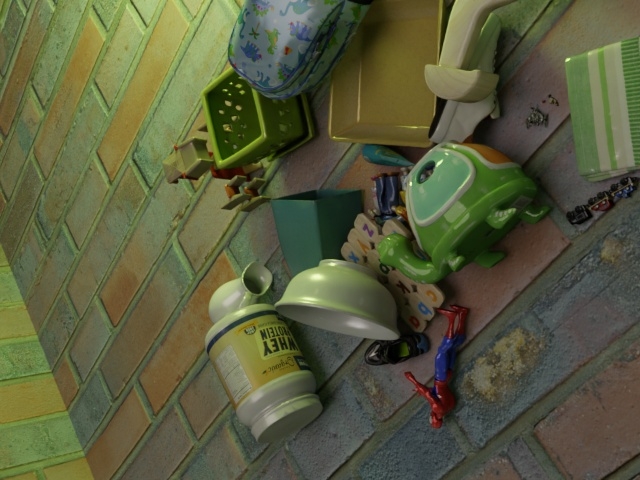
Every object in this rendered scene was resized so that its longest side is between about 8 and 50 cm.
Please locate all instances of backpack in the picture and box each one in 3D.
[{"bbox_3d":[-0.060,-0.502,1.887,0.290,0.273,0.356,38,137,10],"label":"backpack"}]

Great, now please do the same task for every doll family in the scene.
[{"bbox_3d":[0.181,-0.078,1.857,0.263,0.118,0.163,-8,88,47],"label":"doll family"}]

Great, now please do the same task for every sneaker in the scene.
[{"bbox_3d":[0.167,0.259,1.929,0.188,0.078,0.067,-21,82,47],"label":"sneaker"},{"bbox_3d":[0.334,-0.325,1.713,0.106,0.123,0.290,-106,38,-81],"label":"sneaker"}]

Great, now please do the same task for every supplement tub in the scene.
[{"bbox_3d":[-0.149,0.352,2.165,0.228,0.228,0.316,-51,59,36],"label":"supplement tub"}]

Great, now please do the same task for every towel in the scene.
[{"bbox_3d":[0.600,-0.248,1.461,0.324,0.038,0.248,-9,85,49],"label":"towel"}]

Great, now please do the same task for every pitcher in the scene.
[{"bbox_3d":[-0.237,0.178,2.291,0.125,0.178,0.207,39,127,-9],"label":"pitcher"}]

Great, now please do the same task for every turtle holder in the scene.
[{"bbox_3d":[0.281,-0.056,1.666,0.227,0.243,0.320,53,141,21],"label":"turtle holder"}]

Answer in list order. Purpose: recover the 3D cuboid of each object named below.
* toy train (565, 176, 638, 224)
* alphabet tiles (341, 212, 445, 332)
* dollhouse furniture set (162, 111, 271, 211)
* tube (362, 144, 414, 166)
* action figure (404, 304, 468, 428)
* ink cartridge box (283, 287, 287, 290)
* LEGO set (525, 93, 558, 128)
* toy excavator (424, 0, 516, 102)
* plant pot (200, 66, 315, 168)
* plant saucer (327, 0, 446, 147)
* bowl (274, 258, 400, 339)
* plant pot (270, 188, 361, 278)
[{"bbox_3d":[0.535,-0.073,1.548,0.158,0.027,0.036,-39,69,42],"label":"toy train"},{"bbox_3d":[0.164,0.074,1.876,0.278,0.021,0.284,46,144,17],"label":"alphabet tiles"},{"bbox_3d":[-0.291,-0.208,2.248,0.135,0.259,0.262,-31,69,34],"label":"dollhouse furniture set"},{"bbox_3d":[0.146,-0.192,1.861,0.207,0.080,0.052,-137,56,-73],"label":"tube"},{"bbox_3d":[0.248,0.281,1.838,0.139,0.091,0.281,11,100,39],"label":"action figure"},{"bbox_3d":[-0.039,0.124,2.148,0.115,0.062,0.029,-31,69,44],"label":"ink cartridge box"},{"bbox_3d":[0.438,-0.256,1.638,0.054,0.023,0.083,42,122,36],"label":"LEGO set"},{"bbox_3d":[0.376,-0.514,1.519,0.445,0.222,0.433,-14,82,43],"label":"toy excavator"},{"bbox_3d":[-0.153,-0.325,2.127,0.228,0.207,0.227,-23,77,45],"label":"plant pot"},{"bbox_3d":[0.165,-0.387,1.878,0.332,0.081,0.333,12,102,46],"label":"plant saucer"},{"bbox_3d":[0.051,0.128,1.871,0.297,0.297,0.134,-3,68,47],"label":"bowl"},{"bbox_3d":[0.000,0.000,2.032,0.165,0.165,0.234,5,105,46],"label":"plant pot"}]
